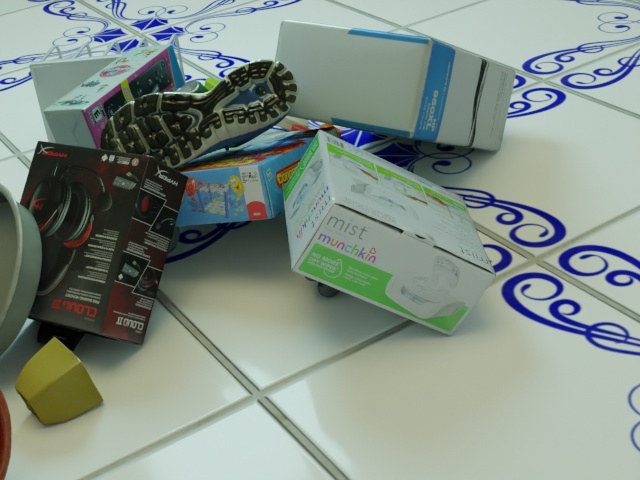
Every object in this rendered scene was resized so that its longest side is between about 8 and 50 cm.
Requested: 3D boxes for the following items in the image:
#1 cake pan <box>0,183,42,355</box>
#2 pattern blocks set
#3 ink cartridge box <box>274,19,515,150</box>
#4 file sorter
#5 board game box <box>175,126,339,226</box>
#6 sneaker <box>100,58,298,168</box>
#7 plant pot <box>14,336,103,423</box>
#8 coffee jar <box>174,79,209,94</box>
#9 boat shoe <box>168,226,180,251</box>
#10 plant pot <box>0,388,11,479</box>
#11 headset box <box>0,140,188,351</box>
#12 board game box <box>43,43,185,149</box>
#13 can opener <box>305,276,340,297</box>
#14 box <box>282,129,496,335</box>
[{"bbox_3d":[-0.502,0.058,1.446,0.293,0.293,0.054,28,4,43],"label":"cake pan"},{"bbox_3d":[-0.094,-0.253,1.952,0.286,0.026,0.325,23,16,-1],"label":"pattern blocks set"},{"bbox_3d":[0.138,-0.267,1.765,0.286,0.166,0.395,14,9,30],"label":"ink cartridge box"},{"bbox_3d":[-0.429,-0.316,2.081,0.278,0.192,0.173,-4,29,4],"label":"file sorter"},{"bbox_3d":[-0.158,-0.105,1.665,0.308,0.086,0.302,-4,15,24],"label":"board game box"},{"bbox_3d":[-0.189,-0.179,1.602,0.330,0.129,0.147,-18,-9,-1],"label":"sneaker"},{"bbox_3d":[-0.357,0.197,1.333,0.083,0.081,0.081,-38,42,-23],"label":"plant pot"},{"bbox_3d":[-0.198,-0.212,1.869,0.079,0.184,0.096,-47,26,-6],"label":"coffee jar"},{"bbox_3d":[-0.318,0.017,1.639,0.083,0.065,0.183,8,27,31],"label":"boat shoe"},{"bbox_3d":[-0.555,0.227,1.167,0.265,0.272,0.272,10,34,40],"label":"plant pot"},{"bbox_3d":[-0.345,0.016,1.468,0.218,0.293,0.110,10,-9,28],"label":"headset box"},{"bbox_3d":[-0.351,-0.204,1.841,0.098,0.224,0.303,-2,31,25],"label":"board game box"},{"bbox_3d":[0.000,0.000,1.610,0.093,0.074,0.280,-36,24,17],"label":"can opener"},{"bbox_3d":[0.093,-0.015,1.429,0.262,0.126,0.231,23,27,-19],"label":"box"}]
